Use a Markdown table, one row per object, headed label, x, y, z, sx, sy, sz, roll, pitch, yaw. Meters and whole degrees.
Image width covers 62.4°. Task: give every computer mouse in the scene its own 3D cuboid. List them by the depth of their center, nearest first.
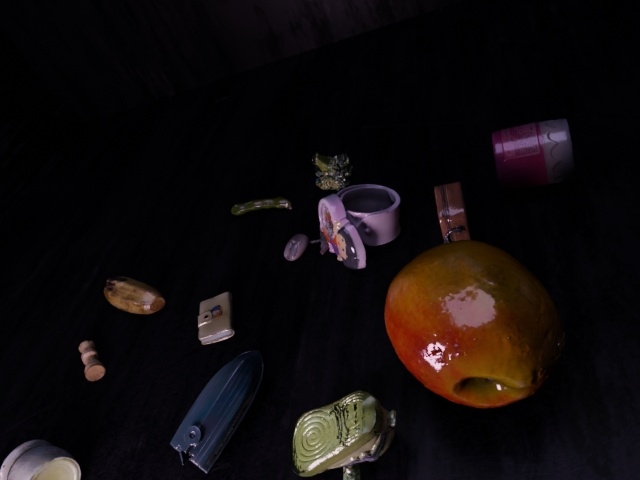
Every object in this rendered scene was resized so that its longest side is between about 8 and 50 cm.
| label | x | y | z | sx | sy | sz | roll | pitch | yaw |
| --- | --- | --- | --- | --- | --- | --- | --- | --- | --- |
| computer mouse | -0.079 | 0.017 | 1.664 | 0.066 | 0.039 | 0.096 | 19 | 62 | 42 |

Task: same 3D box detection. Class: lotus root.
| label | x | y | z | sx | sy | sz | roll | pitch | yaw |
| --- | --- | --- | --- | --- | --- | --- | --- | --- | --- |
| lotus root | -0.617 | 0.188 | 1.750 | 0.258 | 0.097 | 0.110 | 15 | 61 | 31 |

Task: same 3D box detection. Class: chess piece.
| label | x | y | z | sx | sy | sz | roll | pitch | yaw |
| --- | --- | --- | --- | --- | --- | --- | --- | --- | --- |
| chess piece | -0.713 | 0.363 | 1.636 | 0.060 | 0.060 | 0.172 | -38 | 37 | -14 |

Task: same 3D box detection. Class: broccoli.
| label | x | y | z | sx | sy | sz | roll | pitch | yaw |
| --- | --- | --- | --- | --- | --- | --- | --- | --- | --- |
| broccoli | 0.030 | -0.247 | 1.817 | 0.154 | 0.160 | 0.167 | -37 | 41 | 34 |

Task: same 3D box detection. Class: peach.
| label | x | y | z | sx | sy | sz | roll | pitch | yaw |
| --- | --- | --- | --- | --- | --- | --- | --- | --- | --- |
| peach | 0.310 | 0.153 | 1.087 | 0.372 | 0.290 | 0.373 | -16 | 35 | 12 |

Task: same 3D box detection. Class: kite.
| label | x | y | z | sx | sy | sz | roll | pitch | yaw |
| --- | --- | --- | --- | --- | --- | --- | --- | --- | --- |
| kite | 0.000 | 0.000 | 1.671 | 0.152 | 0.005 | 0.137 | -19 | 38 | 12 |

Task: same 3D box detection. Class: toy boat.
| label | x | y | z | sx | sy | sz | roll | pitch | yaw |
| --- | --- | --- | --- | --- | --- | --- | --- | --- | --- |
| toy boat | -0.229 | 0.393 | 1.259 | 0.114 | 0.122 | 0.296 | 27 | 71 | 21 |

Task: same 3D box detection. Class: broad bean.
| label | x | y | z | sx | sy | sz | roll | pitch | yaw |
| --- | --- | --- | --- | --- | --- | --- | --- | --- | --- |
| broad bean | -0.214 | -0.125 | 1.908 | 0.256 | 0.052 | 0.053 | -4 | 85 | 23 |

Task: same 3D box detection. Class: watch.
| label | x | y | z | sx | sy | sz | roll | pitch | yaw |
| --- | --- | --- | --- | --- | --- | --- | --- | --- | --- |
| watch | 0.132 | -0.046 | 1.544 | 0.231 | 0.196 | 0.244 | -15 | 35 | -20 |

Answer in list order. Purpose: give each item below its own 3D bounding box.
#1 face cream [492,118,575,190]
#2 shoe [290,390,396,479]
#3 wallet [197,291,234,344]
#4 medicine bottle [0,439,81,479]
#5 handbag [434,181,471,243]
| label | x | y | z | sx | sy | sz | roll | pitch | yaw |
| --- | --- | --- | --- | --- | --- | --- | --- | --- | --- |
| face cream | 0.587 | -0.236 | 1.461 | 0.194 | 0.175 | 0.175 | -10 | 41 | 23 |
| shoe | 0.043 | 0.412 | 1.083 | 0.262 | 0.128 | 0.140 | -42 | 20 | 29 |
| wallet | -0.307 | 0.231 | 1.561 | 0.110 | 0.039 | 0.155 | -19 | 39 | 4 |
| medicine bottle | -0.688 | 0.579 | 1.298 | 0.143 | 0.147 | 0.147 | 4 | 48 | 35 |
| handbag | 0.348 | -0.041 | 1.367 | 0.072 | 0.193 | 0.151 | -10 | 48 | 14 |
